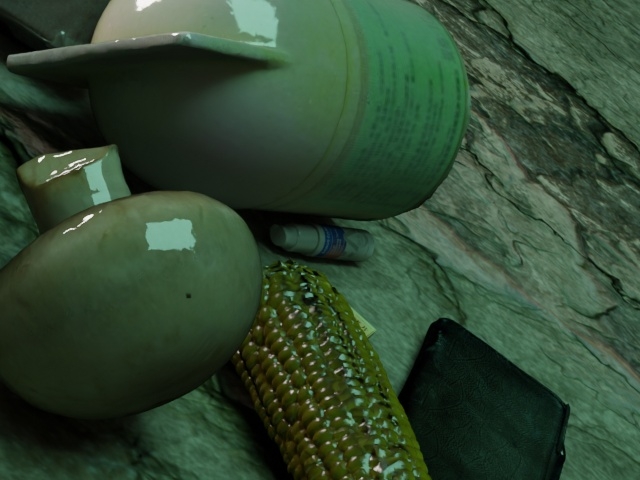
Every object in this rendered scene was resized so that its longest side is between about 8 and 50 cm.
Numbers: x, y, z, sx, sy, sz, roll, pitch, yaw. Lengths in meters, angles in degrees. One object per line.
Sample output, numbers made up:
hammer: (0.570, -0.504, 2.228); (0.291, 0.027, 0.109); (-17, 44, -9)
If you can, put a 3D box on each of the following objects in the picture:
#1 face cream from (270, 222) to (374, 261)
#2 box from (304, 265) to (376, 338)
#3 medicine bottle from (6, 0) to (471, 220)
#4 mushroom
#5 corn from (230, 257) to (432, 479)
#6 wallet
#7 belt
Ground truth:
face cream: (0.000, 0.000, 1.631); (0.130, 0.034, 0.034); (8, 39, -49)
box: (0.005, 0.064, 1.551); (0.093, 0.015, 0.058); (43, 23, 8)
medicine bottle: (-0.066, -0.146, 1.548); (0.406, 0.236, 0.235); (5, 41, -51)
mushroom: (-0.149, 0.022, 1.176); (0.204, 0.204, 0.204); (31, 25, -17)
corn: (0.010, 0.134, 1.328); (0.115, 0.115, 0.318); (16, 33, -40)
wallet: (0.138, 0.181, 1.498); (0.172, 0.045, 0.318); (35, 25, -1)
belt: (-0.268, -0.240, 1.573); (0.201, 0.124, 0.128); (32, 3, -19)
